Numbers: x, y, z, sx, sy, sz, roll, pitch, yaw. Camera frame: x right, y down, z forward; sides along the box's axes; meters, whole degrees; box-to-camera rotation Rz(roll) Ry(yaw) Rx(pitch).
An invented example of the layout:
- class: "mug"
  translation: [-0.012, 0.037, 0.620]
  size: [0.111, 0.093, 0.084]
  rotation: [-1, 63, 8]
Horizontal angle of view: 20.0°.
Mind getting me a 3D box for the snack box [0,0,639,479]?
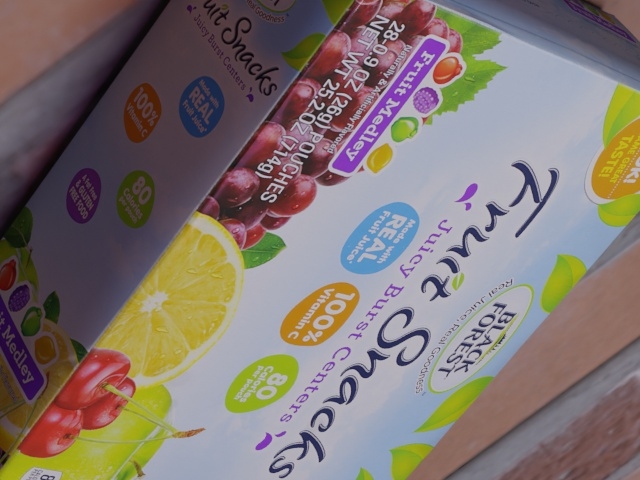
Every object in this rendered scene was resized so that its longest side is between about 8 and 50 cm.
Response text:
- class: "snack box"
  translation: [0.000, 0.000, 0.590]
  size: [0.174, 0.070, 0.207]
  rotation: [16, 122, -46]
